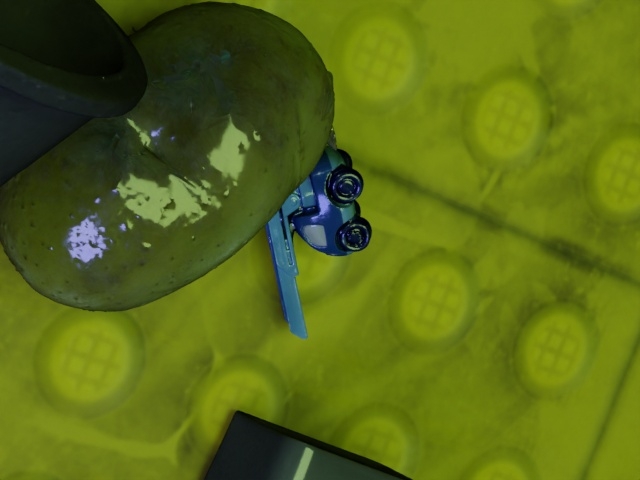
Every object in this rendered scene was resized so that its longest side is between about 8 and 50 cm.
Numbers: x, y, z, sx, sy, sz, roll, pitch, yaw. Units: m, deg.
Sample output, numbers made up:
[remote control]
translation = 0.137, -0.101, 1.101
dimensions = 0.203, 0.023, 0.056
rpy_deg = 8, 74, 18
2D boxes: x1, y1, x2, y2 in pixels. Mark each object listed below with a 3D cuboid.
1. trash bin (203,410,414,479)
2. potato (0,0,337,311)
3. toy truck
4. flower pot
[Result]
[trash bin]
translation = -0.028, 0.267, 1.436
dimensions = 0.164, 0.122, 0.241
rpy_deg = 25, 86, -31
[potato]
translation = -0.106, -0.058, 1.308
dimensions = 0.248, 0.143, 0.169
rpy_deg = -42, 80, -9
[toy truck]
translation = 0.000, 0.000, 1.426
dimensions = 0.074, 0.063, 0.136
rpy_deg = -14, 110, -5
[flower pot]
translation = -0.253, -0.108, 1.176
dimensions = 0.269, 0.269, 0.166
rpy_deg = 25, 109, -31
